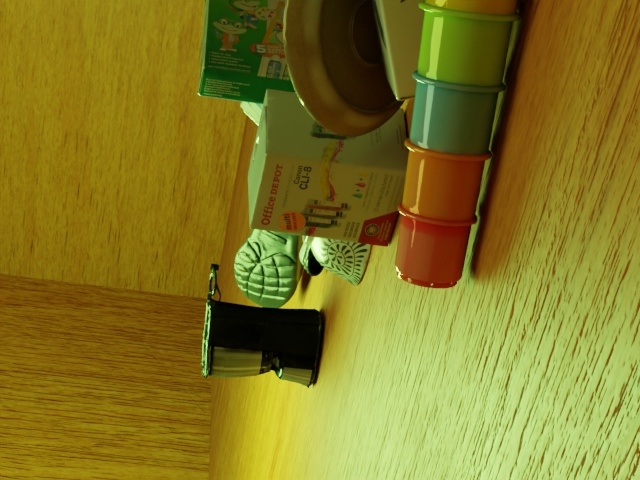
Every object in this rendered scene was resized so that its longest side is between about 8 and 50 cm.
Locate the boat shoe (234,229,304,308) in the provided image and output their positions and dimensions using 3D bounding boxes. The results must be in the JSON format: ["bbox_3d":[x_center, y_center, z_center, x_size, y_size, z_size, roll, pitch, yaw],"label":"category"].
[{"bbox_3d":[-0.056,-0.013,2.236,0.120,0.123,0.324,-49,-14,-41],"label":"boat shoe"}]

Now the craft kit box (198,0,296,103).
[{"bbox_3d":[-0.039,-0.281,1.829,0.246,0.250,0.061,-93,13,-46],"label":"craft kit box"}]

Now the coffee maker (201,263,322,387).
[{"bbox_3d":[-0.089,0.138,2.030,0.120,0.178,0.171,-105,21,-63],"label":"coffee maker"}]

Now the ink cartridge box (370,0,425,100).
[{"bbox_3d":[0.083,-0.286,1.305,0.261,0.066,0.296,-103,1,-70],"label":"ink cartridge box"}]

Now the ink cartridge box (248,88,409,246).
[{"bbox_3d":[0.007,-0.088,1.589,0.127,0.176,0.128,-91,12,-46],"label":"ink cartridge box"}]

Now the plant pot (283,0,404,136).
[{"bbox_3d":[0.048,-0.234,1.468,0.032,0.236,0.236,6,89,41],"label":"plant pot"}]

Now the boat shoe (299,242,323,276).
[{"bbox_3d":[0.000,0.000,2.033,0.142,0.049,0.040,105,150,-49],"label":"boat shoe"}]

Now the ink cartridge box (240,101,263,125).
[{"bbox_3d":[-0.052,-0.214,2.178,0.082,0.139,0.191,-47,5,-6],"label":"ink cartridge box"}]

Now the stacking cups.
[{"bbox_3d":[0.121,-0.112,1.168,0.096,0.096,0.316,-114,29,-74],"label":"stacking cups"}]

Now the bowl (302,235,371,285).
[{"bbox_3d":[0.021,-0.028,1.780,0.170,0.080,0.170,-172,90,-81],"label":"bowl"}]
